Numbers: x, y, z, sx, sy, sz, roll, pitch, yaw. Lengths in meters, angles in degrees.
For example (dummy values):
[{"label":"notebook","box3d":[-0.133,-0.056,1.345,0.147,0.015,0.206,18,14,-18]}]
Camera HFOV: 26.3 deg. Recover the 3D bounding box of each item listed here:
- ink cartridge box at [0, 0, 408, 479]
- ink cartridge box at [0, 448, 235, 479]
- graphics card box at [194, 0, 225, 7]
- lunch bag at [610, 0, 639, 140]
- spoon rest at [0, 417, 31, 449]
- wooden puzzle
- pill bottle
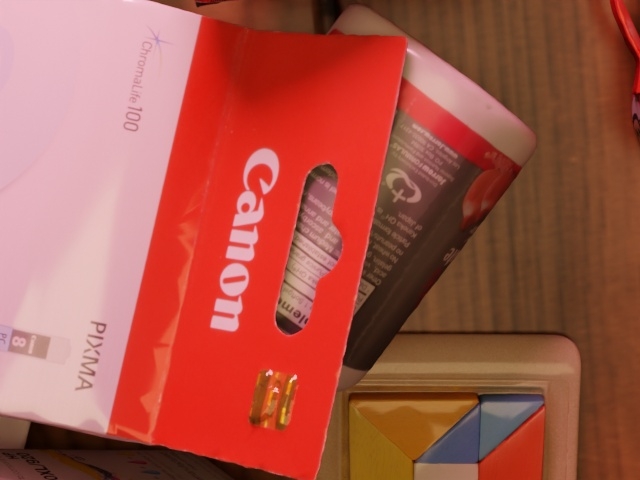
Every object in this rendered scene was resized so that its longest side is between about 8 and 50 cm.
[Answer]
[{"label":"ink cartridge box","box3d":[-0.154,-0.021,0.951,0.385,0.091,0.308,8,82,29]},{"label":"ink cartridge box","box3d":[-0.169,0.258,1.012,0.232,0.171,0.168,7,100,-36]},{"label":"graphics card box","box3d":[0.012,-0.354,0.945,0.232,0.094,0.371,-4,72,3]},{"label":"lunch bag","box3d":[0.347,-0.184,1.021,0.258,0.120,0.293,10,96,4]},{"label":"spoon rest","box3d":[-0.279,0.167,1.090,0.137,0.084,0.276,-14,100,-14]},{"label":"wooden puzzle","box3d":[0.098,0.196,1.110,0.220,0.044,0.239,0,98,2]},{"label":"pill bottle","box3d":[0.000,0.000,1.019,0.176,0.176,0.318,36,97,-3]}]
